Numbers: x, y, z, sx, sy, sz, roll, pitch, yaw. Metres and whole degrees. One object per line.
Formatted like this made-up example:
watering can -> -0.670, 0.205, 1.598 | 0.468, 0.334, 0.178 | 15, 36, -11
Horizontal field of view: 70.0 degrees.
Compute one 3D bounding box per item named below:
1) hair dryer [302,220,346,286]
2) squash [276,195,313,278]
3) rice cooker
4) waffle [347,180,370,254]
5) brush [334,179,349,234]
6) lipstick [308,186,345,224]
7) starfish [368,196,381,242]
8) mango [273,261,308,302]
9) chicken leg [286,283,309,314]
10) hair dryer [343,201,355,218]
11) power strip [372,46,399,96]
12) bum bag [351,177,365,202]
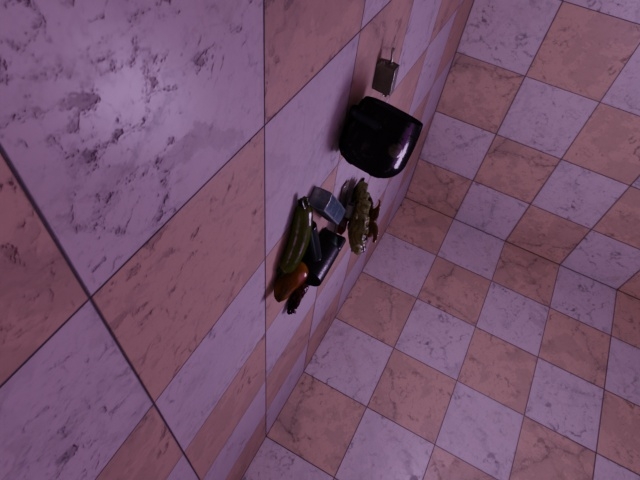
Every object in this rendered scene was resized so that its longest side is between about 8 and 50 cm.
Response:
hair dryer -> 0.000, 0.000, 1.753 | 0.302, 0.116, 0.244 | 85, 29, -53
squash -> -0.072, -0.007, 1.484 | 0.080, 0.071, 0.319 | -41, 154, -58
rice cooker -> 0.195, -0.343, 1.531 | 0.224, 0.267, 0.267 | -63, 169, 25
waffle -> 0.166, -0.104, 2.031 | 0.297, 0.073, 0.317 | -96, -168, -59
brush -> 0.104, -0.134, 2.012 | 0.060, 0.050, 0.321 | -51, 161, -33
lipstick -> 0.027, -0.122, 1.647 | 0.077, 0.076, 0.289 | -63, 167, -2
starfish -> 0.228, -0.105, 2.035 | 0.240, 0.043, 0.227 | 110, -31, -54
mango -> -0.113, 0.138, 1.590 | 0.159, 0.084, 0.105 | -44, -172, -13
chicken leg -> -0.074, 0.200, 1.928 | 0.253, 0.051, 0.106 | -60, 172, -25
hair dryer -> 0.089, -0.125, 1.930 | 0.124, 0.038, 0.063 | -8, 127, -39
power strip -> 0.230, -0.585, 1.580 | 0.042, 0.075, 0.175 | -54, 164, -33
bum bag -> 0.178, -0.217, 2.187 | 0.109, 0.026, 0.159 | -52, 162, -42
